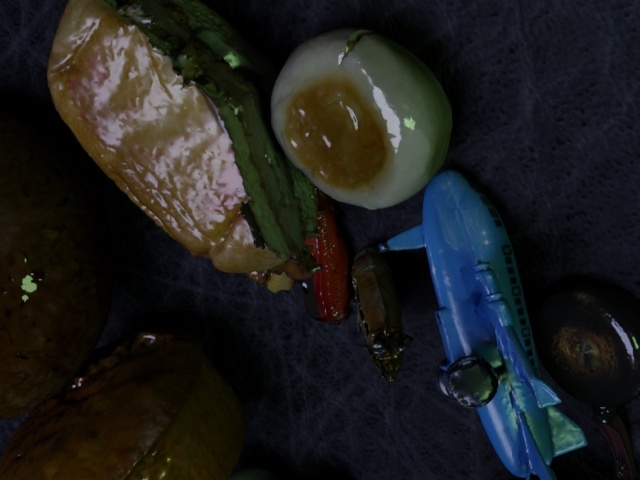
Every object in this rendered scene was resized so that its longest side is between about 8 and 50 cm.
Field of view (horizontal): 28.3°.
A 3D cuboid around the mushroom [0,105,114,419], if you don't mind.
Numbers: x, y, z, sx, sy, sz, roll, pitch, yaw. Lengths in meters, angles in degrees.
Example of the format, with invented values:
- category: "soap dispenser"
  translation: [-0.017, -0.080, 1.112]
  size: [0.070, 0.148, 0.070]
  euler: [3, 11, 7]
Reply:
- category: "mushroom"
  translation: [-0.366, 0.042, 1.408]
  size: [0.334, 0.331, 0.356]
  euler: [-19, 154, 11]

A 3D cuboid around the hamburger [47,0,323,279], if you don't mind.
- category: "hamburger"
  translation: [-0.123, -0.104, 1.098]
  size: [0.245, 0.155, 0.282]
  euler: [1, 107, 26]

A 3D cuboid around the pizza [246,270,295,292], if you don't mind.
- category: "pizza"
  translation: [-0.079, -0.021, 1.234]
  size: [0.134, 0.046, 0.175]
  euler: [0, 122, 43]

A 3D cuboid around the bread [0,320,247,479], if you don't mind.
- category: "bread"
  translation: [-0.218, 0.225, 1.381]
  size: [0.172, 0.312, 0.312]
  euler: [47, 143, -20]

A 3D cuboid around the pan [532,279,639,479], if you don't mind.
- category: "pan"
  translation: [0.236, 0.128, 1.073]
  size: [0.114, 0.040, 0.212]
  euler: [13, 129, 42]

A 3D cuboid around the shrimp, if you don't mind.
- category: "shrimp"
  translation: [0.053, 0.069, 1.117]
  size: [0.043, 0.184, 0.091]
  euler: [-5, 113, -4]

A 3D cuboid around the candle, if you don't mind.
- category: "candle"
  translation: [0.000, 0.000, 1.188]
  size: [0.048, 0.053, 0.162]
  euler: [-116, 14, -64]

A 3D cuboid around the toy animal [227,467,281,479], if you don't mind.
- category: "toy animal"
  translation: [-0.060, 0.354, 1.434]
  size: [0.235, 0.165, 0.187]
  euler: [0, 120, 45]

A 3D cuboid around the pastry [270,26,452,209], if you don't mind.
- category: "pastry"
  translation: [0.035, -0.102, 1.029]
  size: [0.156, 0.092, 0.156]
  euler: [22, 135, 24]

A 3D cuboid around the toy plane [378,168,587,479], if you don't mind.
- category: "toy plane"
  translation: [0.134, 0.075, 1.046]
  size: [0.254, 0.105, 0.271]
  euler: [110, 136, -86]

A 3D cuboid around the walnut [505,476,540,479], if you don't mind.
- category: "walnut"
  translation: [0.210, 0.337, 1.136]
  size: [0.225, 0.225, 0.261]
  euler: [0, 126, 43]
